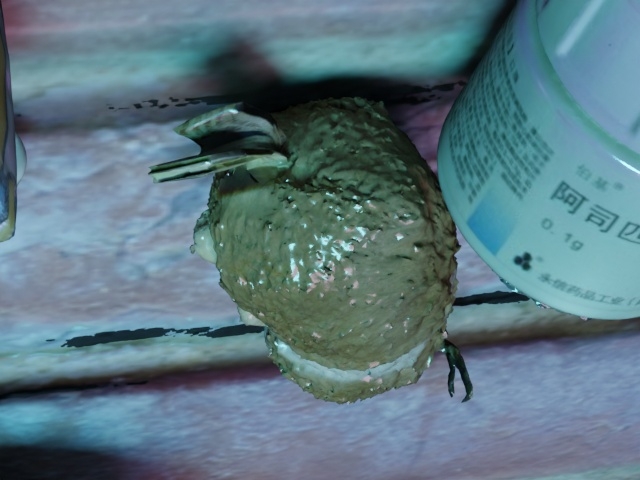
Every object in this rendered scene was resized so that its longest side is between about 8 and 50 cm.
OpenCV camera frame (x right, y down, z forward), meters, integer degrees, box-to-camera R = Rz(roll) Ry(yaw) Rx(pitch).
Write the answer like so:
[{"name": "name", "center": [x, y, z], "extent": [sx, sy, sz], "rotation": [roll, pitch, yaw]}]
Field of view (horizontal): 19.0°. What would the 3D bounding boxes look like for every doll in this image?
[{"name": "doll", "center": [0.003, -0.006, 0.842], "extent": [0.115, 0.105, 0.221], "rotation": [19, 156, 31]}]

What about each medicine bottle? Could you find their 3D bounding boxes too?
[{"name": "medicine bottle", "center": [0.134, -0.062, 0.773], "extent": [0.135, 0.135, 0.168], "rotation": [0, 146, -23]}]

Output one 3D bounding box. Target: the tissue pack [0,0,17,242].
[{"name": "tissue pack", "center": [-0.149, -0.077, 0.644], "extent": [0.065, 0.115, 0.155], "rotation": [-11, 151, 1]}]

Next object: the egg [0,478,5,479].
[{"name": "egg", "center": [-0.213, 0.227, 1.044], "extent": [0.337, 0.201, 0.337], "rotation": [-11, 176, -1]}]

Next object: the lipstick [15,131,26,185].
[{"name": "lipstick", "center": [-0.167, -0.002, 0.838], "extent": [0.040, 0.040, 0.141], "rotation": [4, 145, -27]}]
